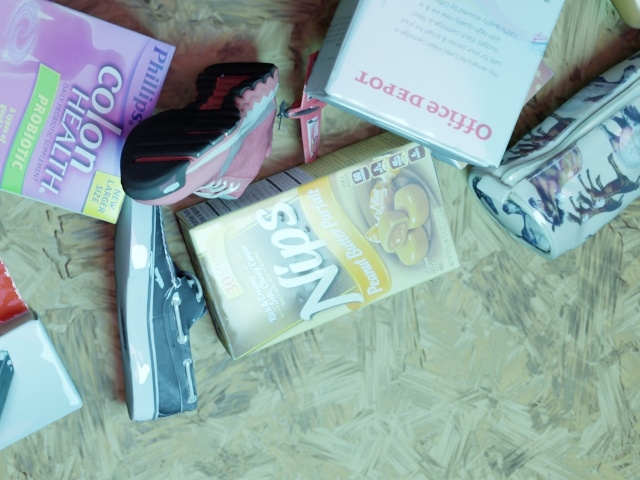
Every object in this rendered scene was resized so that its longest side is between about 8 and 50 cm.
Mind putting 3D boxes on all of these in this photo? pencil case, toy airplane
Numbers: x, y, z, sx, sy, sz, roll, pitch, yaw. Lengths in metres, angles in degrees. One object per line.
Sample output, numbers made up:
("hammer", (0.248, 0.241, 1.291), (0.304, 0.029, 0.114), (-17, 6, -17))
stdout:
("pencil case", (0.382, -0.143, 1.624), (0.410, 0.160, 0.183), (-37, 138, -6))
("toy airplane", (0.005, -0.173, 1.539), (0.151, 0.028, 0.151), (-26, 132, -32))

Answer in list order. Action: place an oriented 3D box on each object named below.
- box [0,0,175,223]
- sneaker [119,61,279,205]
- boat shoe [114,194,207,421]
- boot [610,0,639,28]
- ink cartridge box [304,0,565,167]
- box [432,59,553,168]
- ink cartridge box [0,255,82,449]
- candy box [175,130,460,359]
("box", (-0.317, -0.161, 1.417), (0.243, 0.117, 0.213), (18, 97, -21))
("sneaker", (-0.115, -0.094, 1.425), (0.116, 0.314, 0.136), (3, 119, 22))
("boat shoe", (-0.188, 0.074, 1.521), (0.102, 0.108, 0.301), (-6, 107, -17))
("boot", (0.288, -0.353, 1.573), (0.220, 0.109, 0.283), (-30, 108, -11))
("ink cartridge box", (0.144, -0.265, 1.447), (0.226, 0.131, 0.306), (23, 93, -14))
("box", (0.179, -0.198, 1.585), (0.170, 0.091, 0.130), (-46, 111, -3))
("ink cartridge box", (-0.454, 0.153, 1.478), (0.275, 0.060, 0.239), (-28, 111, -10))
("candy box", (0.000, 0.000, 1.572), (0.316, 0.087, 0.183), (-22, 111, -13))
